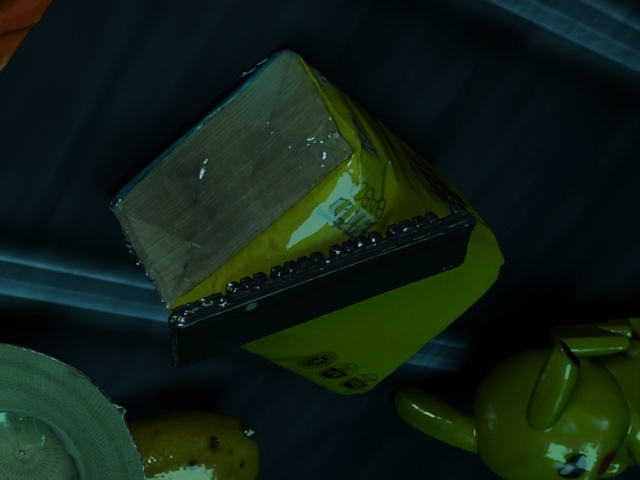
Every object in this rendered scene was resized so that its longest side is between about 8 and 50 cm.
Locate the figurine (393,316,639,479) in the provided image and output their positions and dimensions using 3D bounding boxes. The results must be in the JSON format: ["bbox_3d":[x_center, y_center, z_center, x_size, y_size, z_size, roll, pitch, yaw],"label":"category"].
[{"bbox_3d":[0.270,0.165,1.715,0.326,0.169,0.218,-10,167,-40],"label":"figurine"}]

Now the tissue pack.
[{"bbox_3d":[0.000,0.000,1.284,0.192,0.134,0.271,-39,148,13],"label":"tissue pack"}]

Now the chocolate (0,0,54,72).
[{"bbox_3d":[-0.265,-0.146,0.866,0.237,0.108,0.235,11,124,-50],"label":"chocolate"}]

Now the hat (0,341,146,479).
[{"bbox_3d":[-0.249,0.182,1.352,0.252,0.252,0.110,-36,-170,10],"label":"hat"}]

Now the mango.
[{"bbox_3d":[-0.161,0.223,1.496,0.227,0.109,0.147,-19,151,-15],"label":"mango"}]

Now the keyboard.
[{"bbox_3d":[0.000,0.031,1.181,0.231,0.023,0.072,-20,152,-16],"label":"keyboard"}]
